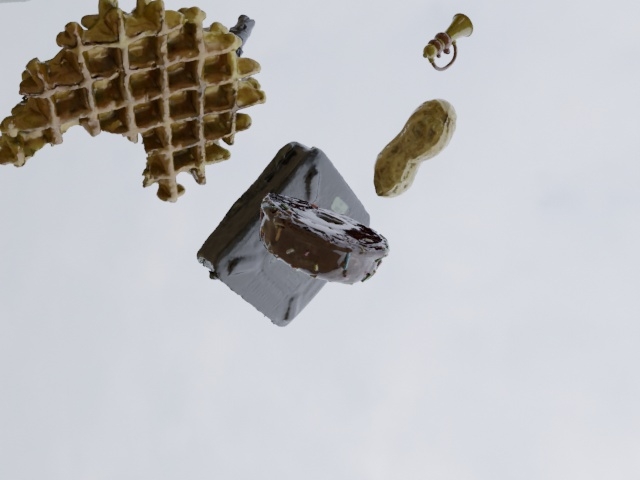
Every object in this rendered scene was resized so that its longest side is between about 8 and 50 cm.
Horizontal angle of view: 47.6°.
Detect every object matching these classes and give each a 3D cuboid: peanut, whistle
[{"bbox_3d":[0.183,-0.181,1.442,0.098,0.103,0.229,41,-75,7],"label":"peanut"},{"bbox_3d":[0.217,-0.341,1.265,0.046,0.057,0.109,34,-111,29],"label":"whistle"}]

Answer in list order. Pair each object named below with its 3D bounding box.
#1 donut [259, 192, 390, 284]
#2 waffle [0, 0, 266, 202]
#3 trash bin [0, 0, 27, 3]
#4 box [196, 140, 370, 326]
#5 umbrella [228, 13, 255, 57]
[{"bbox_3d":[0.000,0.000,1.223,0.235,0.235,0.089,33,-72,43],"label":"donut"},{"bbox_3d":[-0.204,-0.164,0.838,0.260,0.293,0.069,-46,-122,21],"label":"waffle"},{"bbox_3d":[-0.496,-0.354,0.739,0.280,0.432,0.280,161,-90,-75],"label":"trash bin"},{"bbox_3d":[-0.063,-0.003,1.587,0.350,0.359,0.091,-50,-128,-5],"label":"box"},{"bbox_3d":[-0.242,-0.529,1.988,0.080,0.071,0.224,-47,-156,49],"label":"umbrella"}]
